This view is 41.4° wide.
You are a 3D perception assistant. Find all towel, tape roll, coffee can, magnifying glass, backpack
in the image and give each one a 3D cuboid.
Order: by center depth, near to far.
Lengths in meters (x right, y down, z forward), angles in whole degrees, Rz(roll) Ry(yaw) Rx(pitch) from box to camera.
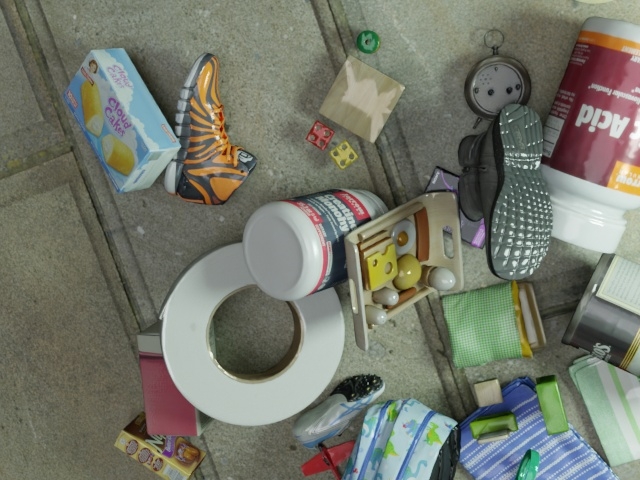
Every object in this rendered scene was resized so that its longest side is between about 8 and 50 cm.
[{"bbox_3d":[0.624,0.161,1.593,0.275,0.201,0.201,25,105,18],"label":"coffee can"},{"bbox_3d":[0.700,0.303,1.715,0.325,0.038,0.248,-23,96,16],"label":"towel"},{"bbox_3d":[0.160,0.506,1.751,0.273,0.290,0.355,38,108,21],"label":"backpack"},{"bbox_3d":[-0.143,0.191,1.776,0.392,0.072,0.392,-1,94,-14],"label":"tape roll"},{"bbox_3d":[0.410,0.535,1.777,0.026,0.092,0.231,20,118,4],"label":"magnifying glass"},{"bbox_3d":[0.451,0.477,1.803,0.243,0.040,0.336,-43,90,17],"label":"towel"}]

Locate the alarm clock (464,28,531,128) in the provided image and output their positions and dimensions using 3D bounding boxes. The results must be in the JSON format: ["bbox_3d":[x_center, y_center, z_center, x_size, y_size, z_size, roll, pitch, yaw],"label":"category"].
[{"bbox_3d":[0.346,-0.318,1.663,0.129,0.064,0.192,-4,97,13],"label":"alarm clock"}]

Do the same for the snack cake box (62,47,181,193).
[{"bbox_3d":[-0.418,-0.251,1.773,0.152,0.089,0.264,-44,72,39],"label":"snack cake box"}]

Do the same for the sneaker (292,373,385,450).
[{"bbox_3d":[0.048,0.374,1.859,0.237,0.085,0.086,-36,118,13],"label":"sneaker"}]

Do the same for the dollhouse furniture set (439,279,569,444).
[{"bbox_3d":[0.357,0.238,1.691,0.198,0.151,0.301,-15,85,14],"label":"dollhouse furniture set"}]

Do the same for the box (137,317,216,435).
[{"bbox_3d":[-0.311,0.298,1.880,0.127,0.148,0.232,-2,100,14],"label":"box"}]

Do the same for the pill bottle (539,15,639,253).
[{"bbox_3d":[0.524,-0.191,1.561,0.224,0.224,0.392,20,104,8],"label":"pill bottle"}]

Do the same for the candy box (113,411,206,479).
[{"bbox_3d":[-0.367,0.481,1.949,0.187,0.109,0.053,30,106,5],"label":"candy box"}]

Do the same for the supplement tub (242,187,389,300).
[{"bbox_3d":[0.000,0.000,1.666,0.191,0.272,0.191,12,109,39],"label":"supplement tub"}]

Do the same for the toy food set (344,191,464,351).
[{"bbox_3d":[0.170,0.055,1.648,0.092,0.306,0.219,14,120,42],"label":"toy food set"}]

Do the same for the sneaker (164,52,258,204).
[{"bbox_3d":[-0.210,-0.224,1.784,0.180,0.124,0.321,16,114,5],"label":"sneaker"}]

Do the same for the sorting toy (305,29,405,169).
[{"bbox_3d":[0.082,-0.281,1.734,0.132,0.046,0.274,30,105,5],"label":"sorting toy"}]

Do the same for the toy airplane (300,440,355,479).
[{"bbox_3d":[0.028,0.516,1.909,0.151,0.028,0.151,3,102,14],"label":"toy airplane"}]

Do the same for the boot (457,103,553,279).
[{"bbox_3d":[0.332,-0.068,1.592,0.118,0.223,0.338,12,72,-12],"label":"boot"}]

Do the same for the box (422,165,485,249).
[{"bbox_3d":[0.285,-0.067,1.740,0.162,0.029,0.116,26,105,8],"label":"box"}]

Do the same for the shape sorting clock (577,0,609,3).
[{"bbox_3d":[0.519,-0.550,1.588,0.206,0.040,0.206,1,99,9],"label":"shape sorting clock"}]
